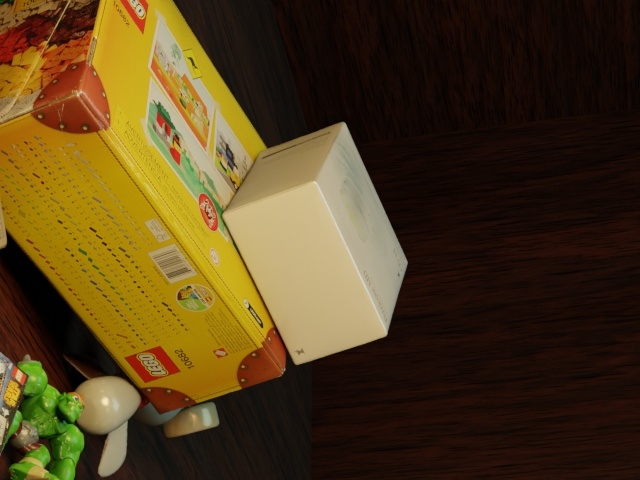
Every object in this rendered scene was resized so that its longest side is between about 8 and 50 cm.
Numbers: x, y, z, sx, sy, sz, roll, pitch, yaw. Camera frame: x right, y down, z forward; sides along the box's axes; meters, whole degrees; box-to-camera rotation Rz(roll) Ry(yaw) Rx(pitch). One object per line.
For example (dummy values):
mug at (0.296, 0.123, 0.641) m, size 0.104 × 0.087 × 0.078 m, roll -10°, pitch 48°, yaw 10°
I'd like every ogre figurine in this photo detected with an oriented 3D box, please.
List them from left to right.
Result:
ogre figurine at (-0.334, 0.217, 1.746) m, size 0.197 × 0.097 × 0.118 m, roll 47°, pitch 34°, yaw -14°

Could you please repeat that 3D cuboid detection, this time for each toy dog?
toy dog at (-0.274, 0.208, 2.036) m, size 0.333 × 0.161 × 0.220 m, roll 37°, pitch 37°, yaw -59°

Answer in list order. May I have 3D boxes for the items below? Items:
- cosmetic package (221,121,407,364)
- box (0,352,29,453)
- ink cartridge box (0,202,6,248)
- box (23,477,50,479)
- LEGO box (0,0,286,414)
cosmetic package at (0.000, 0.000, 1.941) m, size 0.224 × 0.138 × 0.225 m, roll 65°, pitch 20°, yaw -18°
box at (-0.369, 0.165, 1.610) m, size 0.094 × 0.027 × 0.137 m, roll 44°, pitch 26°, yaw -21°
ink cartridge box at (-0.403, -0.086, 1.514) m, size 0.193 × 0.088 × 0.235 m, roll -46°, pitch 130°, yaw -77°
box at (-0.318, 0.397, 1.687) m, size 0.136 × 0.036 × 0.225 m, roll -106°, pitch -163°, yaw -58°
LEGO box at (-0.229, -0.089, 1.895) m, size 0.500 × 0.193 × 0.372 m, roll 57°, pitch 22°, yaw -37°
